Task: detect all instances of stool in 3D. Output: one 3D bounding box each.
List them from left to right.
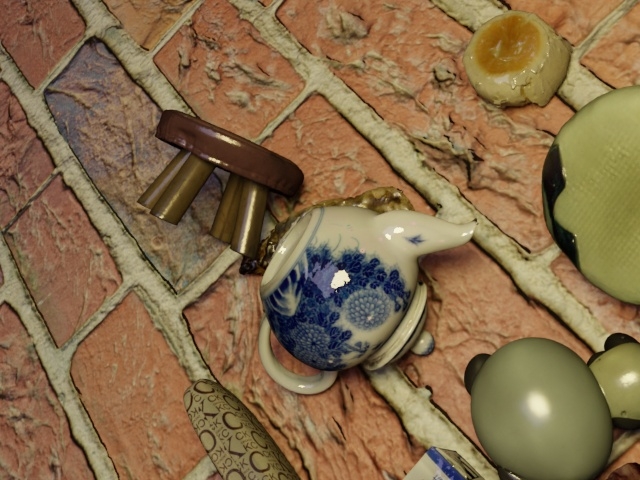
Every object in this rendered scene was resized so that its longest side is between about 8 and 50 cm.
[{"bbox_3d":[-0.180,-0.097,1.309,0.272,0.272,0.178,25,90,34],"label":"stool"}]

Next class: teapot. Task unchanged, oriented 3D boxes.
[{"bbox_3d":[0.058,0.091,1.138,0.424,0.280,0.252,-49,13,27],"label":"teapot"}]

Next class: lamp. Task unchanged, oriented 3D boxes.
[{"bbox_3d":[0.317,0.212,0.976,0.244,0.198,0.198,-17,63,0],"label":"lamp"}]

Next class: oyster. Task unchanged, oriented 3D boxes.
[{"bbox_3d":[0.000,-0.003,1.295,0.345,0.078,0.129,-18,73,21],"label":"oyster"}]

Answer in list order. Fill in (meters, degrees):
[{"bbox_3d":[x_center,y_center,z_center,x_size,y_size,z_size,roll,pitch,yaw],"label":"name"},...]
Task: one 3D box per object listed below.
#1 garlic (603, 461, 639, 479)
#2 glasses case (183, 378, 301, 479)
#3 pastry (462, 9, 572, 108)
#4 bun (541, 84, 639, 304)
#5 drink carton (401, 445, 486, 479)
[{"bbox_3d":[0.384,0.356,0.850,0.245,0.160,0.245,-14,40,12],"label":"garlic"},{"bbox_3d":[-0.101,0.358,1.179,0.085,0.137,0.355,-43,57,2],"label":"glasses case"},{"bbox_3d":[0.310,-0.286,1.201,0.166,0.088,0.166,-9,71,27],"label":"pastry"},{"bbox_3d":[0.438,-0.068,0.993,0.283,0.179,0.283,21,117,48],"label":"bun"},{"bbox_3d":[0.116,0.446,1.045,0.315,0.106,0.130,-52,54,6],"label":"drink carton"}]
